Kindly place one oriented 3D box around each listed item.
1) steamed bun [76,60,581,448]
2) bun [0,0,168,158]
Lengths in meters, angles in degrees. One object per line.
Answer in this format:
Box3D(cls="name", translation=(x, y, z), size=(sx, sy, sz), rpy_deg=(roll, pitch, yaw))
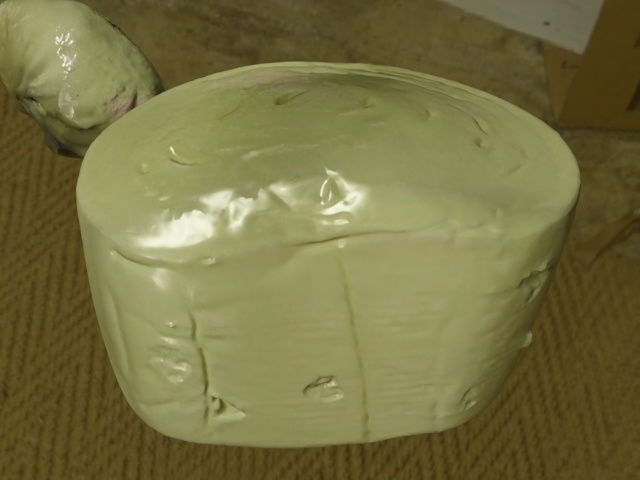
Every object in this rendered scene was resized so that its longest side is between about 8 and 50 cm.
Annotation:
Box3D(cls="steamed bun", translation=(0.000, 0.000, 0.836), size=(0.456, 0.371, 0.290), rpy_deg=(-1, 44, -4))
Box3D(cls="bun", translation=(-0.332, -0.210, 1.095), size=(0.273, 0.273, 0.168), rpy_deg=(33, 70, 16))
